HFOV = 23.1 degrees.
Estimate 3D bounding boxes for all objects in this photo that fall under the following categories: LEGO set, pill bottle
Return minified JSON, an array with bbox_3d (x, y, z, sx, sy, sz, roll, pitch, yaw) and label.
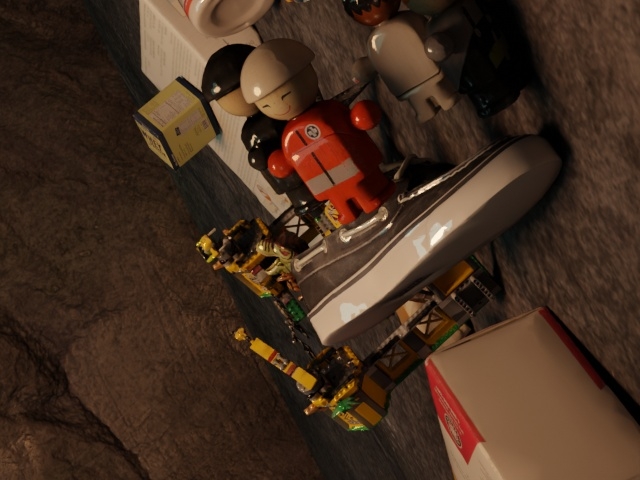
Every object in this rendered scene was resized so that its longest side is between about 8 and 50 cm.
[{"bbox_3d":[0.000,0.000,1.506,0.192,0.255,0.331,43,-164,-44],"label":"LEGO set"},{"bbox_3d":[-0.136,-0.334,1.774,0.193,0.108,0.108,60,168,23],"label":"pill bottle"}]

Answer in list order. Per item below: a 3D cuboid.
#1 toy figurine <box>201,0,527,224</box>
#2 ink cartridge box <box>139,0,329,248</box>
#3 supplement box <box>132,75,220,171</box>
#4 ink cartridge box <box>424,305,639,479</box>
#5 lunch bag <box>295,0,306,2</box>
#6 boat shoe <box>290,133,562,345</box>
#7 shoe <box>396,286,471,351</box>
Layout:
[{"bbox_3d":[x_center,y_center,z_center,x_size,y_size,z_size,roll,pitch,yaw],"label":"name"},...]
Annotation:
[{"bbox_3d":[0.028,-0.126,1.202,0.148,0.209,0.213,55,172,-12],"label":"toy figurine"},{"bbox_3d":[-0.086,-0.167,2.087,0.385,0.091,0.308,46,167,5],"label":"ink cartridge box"},{"bbox_3d":[-0.190,-0.154,2.073,0.056,0.083,0.083,40,164,32],"label":"supplement box"},{"bbox_3d":[0.214,0.248,1.385,0.226,0.131,0.306,56,169,48],"label":"ink cartridge box"},{"bbox_3d":[-0.012,-0.266,1.498,0.083,0.053,0.071,-124,11,-79],"label":"lunch bag"},{"bbox_3d":[0.072,-0.020,1.270,0.301,0.108,0.102,-42,72,49],"label":"boat shoe"},{"bbox_3d":[0.098,0.048,1.710,0.076,0.058,0.219,32,-160,-43],"label":"shoe"}]
